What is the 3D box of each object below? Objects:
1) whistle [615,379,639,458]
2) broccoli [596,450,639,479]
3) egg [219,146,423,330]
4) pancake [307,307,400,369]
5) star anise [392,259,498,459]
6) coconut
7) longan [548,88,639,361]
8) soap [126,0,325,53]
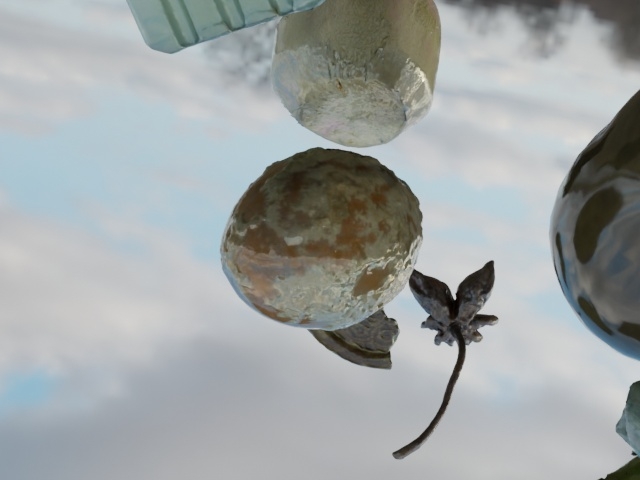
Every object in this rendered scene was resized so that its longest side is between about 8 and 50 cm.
[{"bbox_3d":[0.361,0.229,1.566,0.062,0.062,0.312,4,-155,-31],"label":"whistle"},{"bbox_3d":[0.378,0.322,1.836,0.283,0.304,0.321,13,-140,-27],"label":"broccoli"},{"bbox_3d":[0.000,0.000,1.846,0.233,0.195,0.195,-17,-156,-28],"label":"egg"},{"bbox_3d":[0.059,0.075,2.148,0.184,0.190,0.020,-22,-159,20],"label":"pancake"},{"bbox_3d":[0.152,0.145,2.319,0.148,0.218,0.227,29,-153,-10],"label":"star anise"},{"bbox_3d":[0.048,-0.255,2.315,0.227,0.230,0.227,4,148,3],"label":"coconut"},{"bbox_3d":[0.418,-0.026,1.868,0.361,0.361,0.361,11,-169,-2],"label":"longan"},{"bbox_3d":[-0.142,-0.384,1.828,0.208,0.347,0.115,-17,-155,12],"label":"soap"}]
